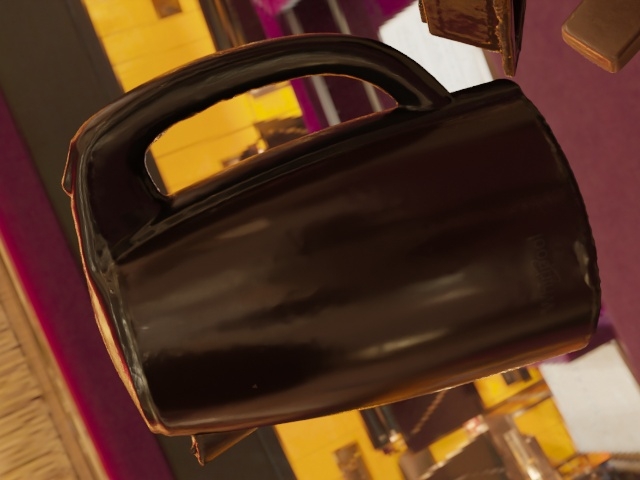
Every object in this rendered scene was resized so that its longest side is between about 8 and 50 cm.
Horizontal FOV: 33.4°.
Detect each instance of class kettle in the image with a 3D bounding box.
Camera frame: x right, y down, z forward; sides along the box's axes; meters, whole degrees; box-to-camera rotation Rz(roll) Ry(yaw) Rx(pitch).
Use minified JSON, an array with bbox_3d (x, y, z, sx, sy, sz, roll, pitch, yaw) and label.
[{"bbox_3d":[0.000,0.000,0.532,0.144,0.232,0.202,-127,22,-66],"label":"kettle"}]

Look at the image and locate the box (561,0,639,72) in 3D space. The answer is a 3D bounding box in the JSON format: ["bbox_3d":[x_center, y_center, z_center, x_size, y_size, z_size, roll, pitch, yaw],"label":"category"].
[{"bbox_3d":[0.206,-0.160,0.678,0.048,0.115,0.025,39,174,26],"label":"box"}]

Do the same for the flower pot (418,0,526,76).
[{"bbox_3d":[0.116,-0.239,0.810,0.251,0.084,0.179,40,-122,-75],"label":"flower pot"}]
